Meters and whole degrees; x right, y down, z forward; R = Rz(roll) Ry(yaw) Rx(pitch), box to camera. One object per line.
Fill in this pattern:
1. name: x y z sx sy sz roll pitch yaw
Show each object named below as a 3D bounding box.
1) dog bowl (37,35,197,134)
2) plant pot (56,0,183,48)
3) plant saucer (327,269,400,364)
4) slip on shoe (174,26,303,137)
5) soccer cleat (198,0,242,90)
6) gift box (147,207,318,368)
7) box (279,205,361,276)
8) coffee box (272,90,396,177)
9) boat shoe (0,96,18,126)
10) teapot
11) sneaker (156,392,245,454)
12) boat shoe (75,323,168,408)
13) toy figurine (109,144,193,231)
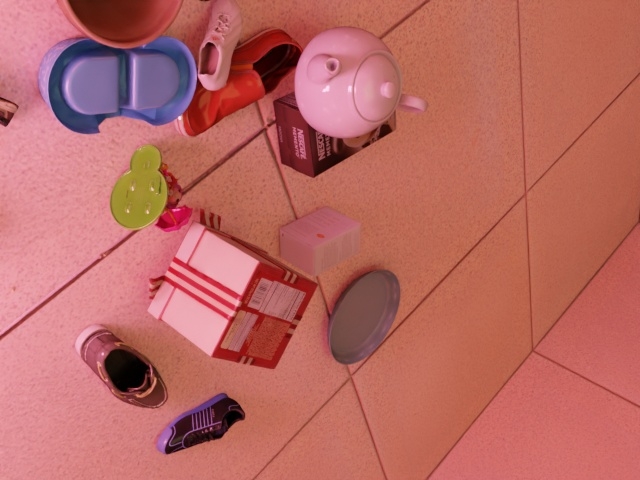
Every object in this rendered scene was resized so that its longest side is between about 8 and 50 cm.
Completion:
1. dog bowl: -0.363 -0.288 1.309 0.297 0.074 0.166 -17 124 -42
2. plant pot: -0.344 -0.443 1.198 0.237 0.109 0.237 -23 124 -39
3. plant saucer: 0.125 0.226 2.215 0.317 0.043 0.318 -26 130 -37
4. slip on shoe: -0.165 -0.323 1.494 0.331 0.101 0.123 -41 140 -23
5. soccer cleat: -0.195 -0.386 1.405 0.076 0.068 0.196 37 60 -73
6. gift box: -0.204 0.101 1.578 0.276 0.258 0.255 33 86 -52
7. box: 0.000 0.000 1.858 0.170 0.130 0.091 -27 131 -36
8. coffee box: 0.041 -0.293 1.733 0.297 0.119 0.168 -33 134 -32
9. boat shoe: -0.550 -0.215 1.150 0.152 0.056 0.049 13 97 -52
10. teapot: 0.086 -0.324 1.535 0.256 0.187 0.252 -41 130 -28
11. sneaker: -0.296 0.471 1.837 0.232 0.090 0.081 -31 133 -34
12. boat shoe: -0.414 0.295 1.590 0.109 0.091 0.305 -48 140 -17
13. toy figurine: -0.321 -0.086 1.477 0.159 0.130 0.173 34 60 -66
